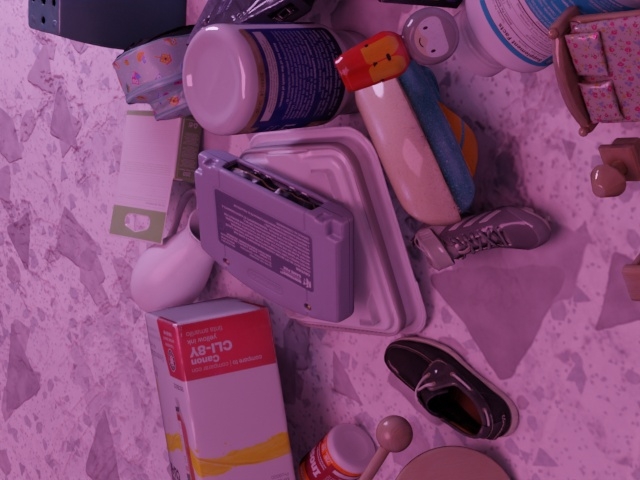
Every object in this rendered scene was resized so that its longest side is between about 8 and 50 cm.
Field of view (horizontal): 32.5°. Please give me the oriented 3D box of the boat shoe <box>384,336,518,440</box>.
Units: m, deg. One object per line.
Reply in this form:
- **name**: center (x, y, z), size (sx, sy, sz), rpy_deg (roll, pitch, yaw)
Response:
- **boat shoe**: center (0.170, 0.208, 1.562), size (0.233, 0.079, 0.084), rpy_deg (33, 123, 39)

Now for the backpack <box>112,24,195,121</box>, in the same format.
- **backpack**: center (-0.238, -0.276, 1.808), size (0.166, 0.188, 0.144), rpy_deg (-13, 89, 47)

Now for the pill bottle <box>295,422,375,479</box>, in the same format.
- **pill bottle**: center (0.016, 0.363, 1.751), size (0.086, 0.086, 0.152), rpy_deg (58, 133, 21)

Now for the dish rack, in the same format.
- **dish rack**: center (0.000, 0.000, 1.635), size (0.286, 0.072, 0.332), rpy_deg (2, 116, 48)

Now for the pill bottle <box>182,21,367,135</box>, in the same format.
- **pill bottle**: center (-0.050, -0.234, 1.561), size (0.153, 0.265, 0.153), rpy_deg (13, 108, 46)

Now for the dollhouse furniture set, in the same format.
- **dollhouse furniture set**: center (0.368, -0.121, 1.102), size (0.303, 0.174, 0.355), rpy_deg (3, 129, 45)

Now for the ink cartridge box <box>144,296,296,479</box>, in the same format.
- **ink cartridge box**: center (-0.164, 0.300, 1.810), size (0.279, 0.161, 0.384), rpy_deg (180, 80, -71)

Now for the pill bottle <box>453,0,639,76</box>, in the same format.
- **pill bottle**: center (0.273, -0.293, 1.292), size (0.264, 0.146, 0.146), rpy_deg (-30, 76, 46)

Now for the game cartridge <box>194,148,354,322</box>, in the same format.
- **game cartridge**: center (-0.067, -0.001, 1.608), size (0.294, 0.060, 0.196), rpy_deg (27, 129, 35)

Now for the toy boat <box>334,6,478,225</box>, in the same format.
- **toy boat**: center (0.128, -0.166, 1.393), size (0.148, 0.318, 0.267), rpy_deg (-24, 59, 5)

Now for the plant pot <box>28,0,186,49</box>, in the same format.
- **plant pot**: center (-0.374, -0.415, 1.888), size (0.165, 0.234, 0.165), rpy_deg (21, 113, 42)

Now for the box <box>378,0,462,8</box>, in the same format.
- **box**: center (0.104, -0.439, 1.426), size (0.142, 0.163, 0.247), rpy_deg (-51, 61, 37)

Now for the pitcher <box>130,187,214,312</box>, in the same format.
- **pitcher**: center (-0.253, 0.022, 1.954), size (0.207, 0.126, 0.177), rpy_deg (-45, 46, 31)

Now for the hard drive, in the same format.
- **hard drive**: center (-0.086, -0.374, 1.661), size (0.255, 0.054, 0.172), rpy_deg (-12, 47, 45)

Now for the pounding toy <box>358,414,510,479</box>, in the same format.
- **pounding toy**: center (0.161, 0.366, 1.572), size (0.237, 0.110, 0.182), rpy_deg (27, 89, 1)

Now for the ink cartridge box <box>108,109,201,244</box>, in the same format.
- **ink cartridge box**: center (-0.297, -0.115, 1.968), size (0.171, 0.056, 0.235), rpy_deg (9, 93, 45)

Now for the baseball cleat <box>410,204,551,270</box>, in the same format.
- **baseball cleat**: center (0.207, 0.003, 1.454), size (0.206, 0.109, 0.072), rpy_deg (3, 134, 53)
